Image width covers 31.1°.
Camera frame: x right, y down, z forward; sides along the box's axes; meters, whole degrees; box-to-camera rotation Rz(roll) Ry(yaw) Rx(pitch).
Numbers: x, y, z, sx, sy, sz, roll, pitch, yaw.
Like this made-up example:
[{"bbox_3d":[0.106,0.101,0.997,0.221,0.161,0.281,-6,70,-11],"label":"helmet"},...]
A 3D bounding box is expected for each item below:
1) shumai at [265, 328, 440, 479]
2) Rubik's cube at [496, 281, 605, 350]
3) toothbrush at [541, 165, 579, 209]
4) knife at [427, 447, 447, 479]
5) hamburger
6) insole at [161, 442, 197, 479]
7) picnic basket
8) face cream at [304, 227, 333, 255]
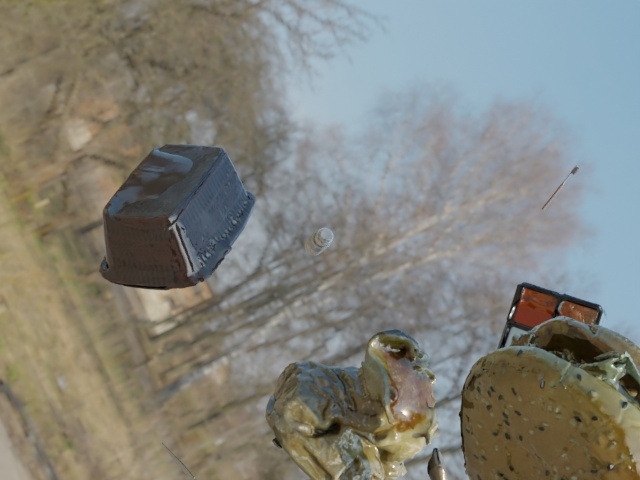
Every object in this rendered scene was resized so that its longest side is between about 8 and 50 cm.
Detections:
[{"bbox_3d":[0.089,0.261,1.942,0.267,0.262,0.314,50,17,16],"label":"shumai"},{"bbox_3d":[0.470,0.198,2.340,0.183,0.180,0.167,15,-4,19],"label":"Rubik's cube"},{"bbox_3d":[0.396,-0.086,1.900,0.097,0.006,0.008,-55,-129,29],"label":"toothbrush"},{"bbox_3d":[0.198,0.493,1.784,0.089,0.043,0.365,-129,-151,-75],"label":"knife"},{"bbox_3d":[0.328,0.248,1.529,0.318,0.195,0.276,-19,-84,51],"label":"hamburger"},{"bbox_3d":[-0.223,0.367,1.860,0.080,0.003,0.232,53,-14,-8],"label":"insole"},{"bbox_3d":[-0.250,-0.052,1.965,0.297,0.223,0.129,-60,149,-47],"label":"picnic basket"},{"bbox_3d":[0.000,0.000,1.891,0.034,0.034,0.130,64,-13,3],"label":"face cream"}]
